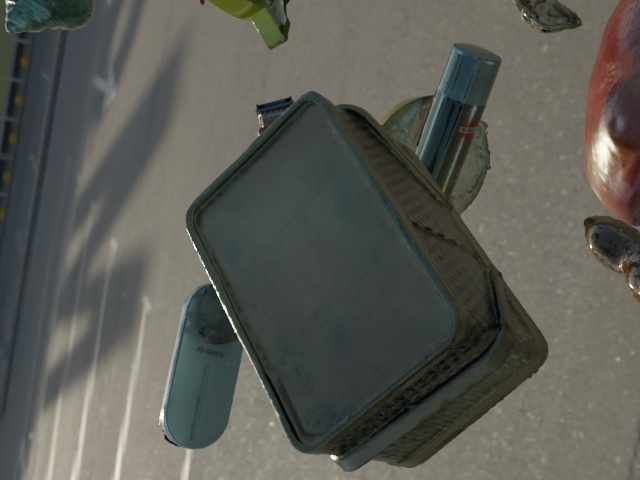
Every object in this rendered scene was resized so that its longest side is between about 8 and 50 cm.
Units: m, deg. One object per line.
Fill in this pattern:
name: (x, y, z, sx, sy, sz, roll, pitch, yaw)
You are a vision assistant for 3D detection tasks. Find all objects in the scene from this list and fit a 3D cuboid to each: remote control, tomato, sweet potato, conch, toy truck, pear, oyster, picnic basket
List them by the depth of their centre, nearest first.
picnic basket: (0.031, 0.033, 0.770, 0.165, 0.139, 0.266, -43, 54, 18)
tomato: (0.279, -0.132, 0.776, 0.139, 0.233, 0.200, 50, 173, 25)
sweet potato: (0.337, 0.032, 1.050, 0.218, 0.065, 0.051, -118, 26, -57)
oyster: (0.263, -0.266, 1.187, 0.051, 0.093, 0.034, -58, 16, -16)
conch: (-0.383, -0.386, 1.448, 0.196, 0.134, 0.202, -135, 59, -75)
remote control: (-0.173, 0.183, 1.494, 0.052, 0.104, 0.247, -10, 66, 59)
pear: (0.164, -0.146, 1.818, 0.178, 0.267, 0.266, -136, 57, -64)
toy truck: (-0.080, -0.227, 1.972, 0.192, 0.083, 0.092, -104, 0, -69)

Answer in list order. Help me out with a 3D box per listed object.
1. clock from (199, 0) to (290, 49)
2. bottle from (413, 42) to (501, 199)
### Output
clock: (-0.134, -0.370, 1.157, 0.071, 0.293, 0.277, -26, 30, 25)
bottle: (0.197, -0.163, 1.578, 0.082, 0.082, 0.286, -114, 36, -58)
